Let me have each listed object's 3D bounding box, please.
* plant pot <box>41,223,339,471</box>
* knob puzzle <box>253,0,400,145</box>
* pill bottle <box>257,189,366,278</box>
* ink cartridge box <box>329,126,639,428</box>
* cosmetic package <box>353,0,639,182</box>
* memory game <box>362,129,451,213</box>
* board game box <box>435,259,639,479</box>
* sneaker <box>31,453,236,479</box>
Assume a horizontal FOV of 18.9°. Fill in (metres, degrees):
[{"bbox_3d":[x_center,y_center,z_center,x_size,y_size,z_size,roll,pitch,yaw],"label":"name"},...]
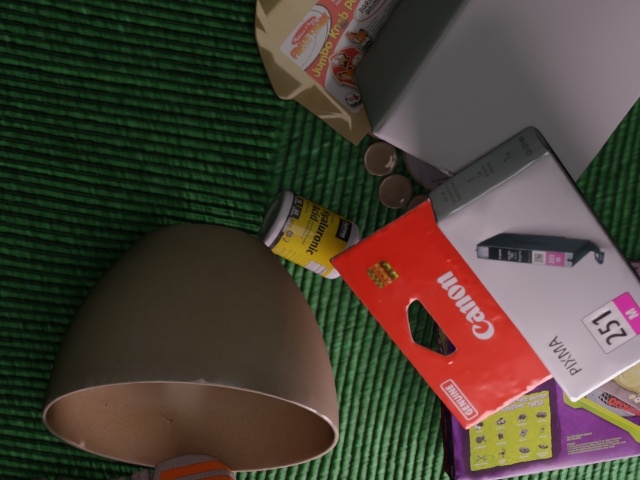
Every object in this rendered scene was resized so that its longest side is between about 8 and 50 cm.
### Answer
[{"bbox_3d":[-0.118,0.095,1.872,0.284,0.284,0.191,9,66,-12],"label":"plant pot"},{"bbox_3d":[0.016,-0.221,1.941,0.213,0.030,0.213,-2,101,-10],"label":"knob puzzle"},{"bbox_3d":[0.000,0.000,1.958,0.116,0.065,0.065,26,94,-14],"label":"pill bottle"},{"bbox_3d":[0.181,0.056,1.881,0.239,0.060,0.275,-33,121,9],"label":"ink cartridge box"},{"bbox_3d":[0.224,-0.235,1.836,0.217,0.156,0.385,27,114,-22],"label":"cosmetic package"},{"bbox_3d":[0.133,-0.099,1.994,0.186,0.012,0.186,-2,100,-11],"label":"memory game"},{"bbox_3d":[0.295,0.131,2.032,0.347,0.056,0.208,-8,111,-11],"label":"board game box"},{"bbox_3d":[-0.209,0.328,1.945,0.321,0.125,0.180,-10,134,15],"label":"sneaker"}]
